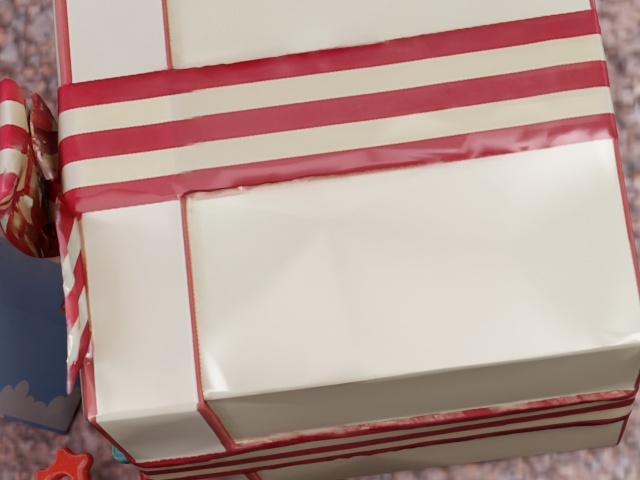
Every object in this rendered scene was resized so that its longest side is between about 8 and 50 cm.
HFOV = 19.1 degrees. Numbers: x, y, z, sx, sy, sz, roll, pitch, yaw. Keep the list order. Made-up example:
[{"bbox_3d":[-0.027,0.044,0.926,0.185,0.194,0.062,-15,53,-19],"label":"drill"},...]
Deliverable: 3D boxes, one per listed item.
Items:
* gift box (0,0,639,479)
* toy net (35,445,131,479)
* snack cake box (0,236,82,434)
[{"bbox_3d":[0.000,0.000,0.841,0.258,0.255,0.276,-7,68,4],"label":"gift box"},{"bbox_3d":[-0.087,0.087,0.995,0.122,0.045,0.232,-8,72,21],"label":"toy net"},{"bbox_3d":[-0.231,0.017,0.945,0.152,0.264,0.089,21,86,25],"label":"snack cake box"}]
